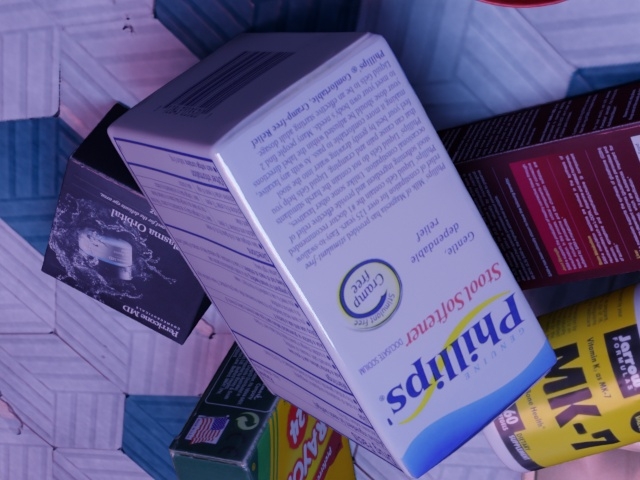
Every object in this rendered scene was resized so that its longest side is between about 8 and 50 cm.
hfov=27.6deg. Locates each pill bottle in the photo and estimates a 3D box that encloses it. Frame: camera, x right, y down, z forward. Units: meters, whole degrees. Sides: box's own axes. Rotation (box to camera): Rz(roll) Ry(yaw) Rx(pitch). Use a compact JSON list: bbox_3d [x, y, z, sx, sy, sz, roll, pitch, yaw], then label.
[{"bbox_3d":[0.232,0.101,1.026,0.208,0.119,0.119,-22,115,27],"label":"pill bottle"}]

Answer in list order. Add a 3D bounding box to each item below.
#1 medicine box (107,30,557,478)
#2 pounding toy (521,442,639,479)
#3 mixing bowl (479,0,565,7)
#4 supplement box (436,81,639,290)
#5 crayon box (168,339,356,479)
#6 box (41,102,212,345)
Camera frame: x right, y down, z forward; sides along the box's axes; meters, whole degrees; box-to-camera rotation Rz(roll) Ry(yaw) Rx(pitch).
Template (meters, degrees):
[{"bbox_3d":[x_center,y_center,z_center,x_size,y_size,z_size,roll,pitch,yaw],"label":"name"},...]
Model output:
[{"bbox_3d":[0.000,0.000,0.998,0.289,0.149,0.263,59,164,-20],"label":"medicine box"},{"bbox_3d":[0.227,0.172,1.169,0.181,0.094,0.206,7,107,21],"label":"pounding toy"},{"bbox_3d":[0.137,-0.255,0.856,0.181,0.098,0.181,13,131,16],"label":"mixing bowl"},{"bbox_3d":[0.185,-0.036,1.027,0.239,0.073,0.130,-11,120,31],"label":"supplement box"},{"bbox_3d":[-0.040,0.252,1.280,0.081,0.202,0.318,6,130,21],"label":"crayon box"},{"bbox_3d":[-0.156,-0.012,1.194,0.156,0.093,0.158,27,134,3],"label":"box"}]
